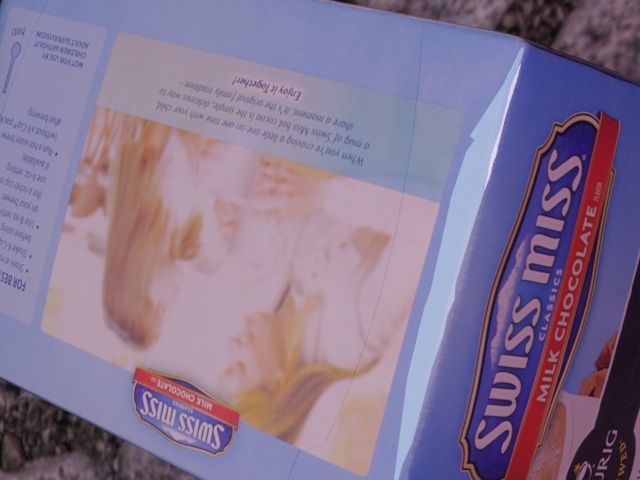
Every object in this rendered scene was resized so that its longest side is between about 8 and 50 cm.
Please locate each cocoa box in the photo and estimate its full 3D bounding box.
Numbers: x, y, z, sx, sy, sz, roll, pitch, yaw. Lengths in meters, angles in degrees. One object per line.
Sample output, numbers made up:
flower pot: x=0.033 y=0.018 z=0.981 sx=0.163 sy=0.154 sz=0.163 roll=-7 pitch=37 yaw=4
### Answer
cocoa box: x=0.000 y=0.000 z=0.789 sx=0.347 sy=0.228 sz=0.231 roll=18 pitch=95 yaw=41
